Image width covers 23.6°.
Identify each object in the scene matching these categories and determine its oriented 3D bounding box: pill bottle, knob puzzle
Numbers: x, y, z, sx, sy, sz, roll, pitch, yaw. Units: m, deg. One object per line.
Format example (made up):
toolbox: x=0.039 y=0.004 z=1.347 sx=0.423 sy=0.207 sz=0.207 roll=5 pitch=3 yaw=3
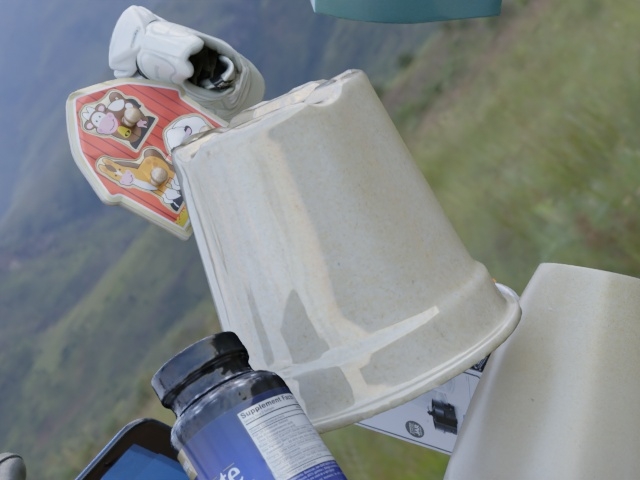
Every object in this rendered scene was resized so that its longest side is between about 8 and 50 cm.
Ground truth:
pill bottle: x=-0.060 y=0.197 z=1.400 sx=0.122 sy=0.219 sz=0.123 roll=-31 pitch=-17 yaw=-11
knob puzzle: x=-0.196 y=-0.114 z=1.718 sx=0.213 sy=0.213 sz=0.030 roll=-56 pitch=2 yaw=-37

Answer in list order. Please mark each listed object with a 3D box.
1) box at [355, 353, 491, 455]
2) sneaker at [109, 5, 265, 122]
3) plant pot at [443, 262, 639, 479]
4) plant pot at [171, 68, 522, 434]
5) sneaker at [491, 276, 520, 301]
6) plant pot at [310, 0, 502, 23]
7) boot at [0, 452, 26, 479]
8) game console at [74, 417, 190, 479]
box: x=0.102 y=0.167 z=1.959 sx=0.087 sy=0.290 sz=0.169 roll=-49 pitch=-36 yaw=-40
sneaker: x=-0.136 y=-0.199 z=1.873 sx=0.292 sy=0.118 sz=0.110 roll=16 pitch=-92 yaw=-63
plant pot: x=0.286 y=0.171 z=1.742 sx=0.256 sy=0.256 sz=0.274 roll=128 pitch=153 yaw=-86
plant pot: x=0.000 y=0.000 z=1.613 sx=0.333 sy=0.305 sz=0.334 roll=-23 pitch=9 yaw=4
sneaker: x=0.205 y=0.096 z=2.078 sx=0.125 sy=0.180 sz=0.321 roll=-52 pitch=41 yaw=4
plant pot: x=0.092 y=-0.370 z=1.885 sx=0.165 sy=0.234 sz=0.166 roll=91 pitch=166 yaw=-53
boot: x=-0.367 y=0.360 z=2.021 sx=0.190 sy=0.208 sz=0.076 roll=-54 pitch=-36 yaw=-55
game console: x=-0.171 y=0.359 z=1.572 sx=0.293 sy=0.250 sz=0.173 roll=-47 pitch=-9 yaw=7
